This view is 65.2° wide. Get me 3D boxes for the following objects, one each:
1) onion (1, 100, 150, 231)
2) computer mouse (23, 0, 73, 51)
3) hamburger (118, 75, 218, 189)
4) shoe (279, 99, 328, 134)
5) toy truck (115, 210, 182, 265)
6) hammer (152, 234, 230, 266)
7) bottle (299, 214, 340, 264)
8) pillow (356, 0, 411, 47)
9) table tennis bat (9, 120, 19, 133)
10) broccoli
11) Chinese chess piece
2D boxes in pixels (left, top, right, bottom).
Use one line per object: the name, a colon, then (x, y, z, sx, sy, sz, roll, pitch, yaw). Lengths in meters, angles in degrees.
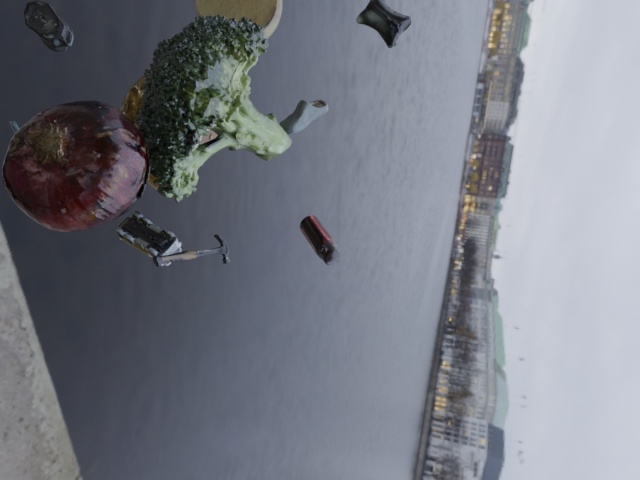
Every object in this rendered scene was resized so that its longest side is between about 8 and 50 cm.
onion: (-0.429, -0.132, 0.900, 0.190, 0.246, 0.246, 84, 18, -76)
computer mouse: (-0.927, -0.730, 1.710, 0.106, 0.192, 0.062, -42, -171, -4)
hamburger: (-0.490, -0.386, 1.593, 0.445, 0.268, 0.287, -51, 140, 5)
shoe: (-0.056, -0.400, 1.547, 0.195, 0.079, 0.078, -35, 136, -29)
toy truck: (-0.552, -0.005, 1.609, 0.098, 0.227, 0.114, -53, 157, -24)
hammer: (-0.316, 0.031, 1.236, 0.201, 0.021, 0.078, -9, 89, -41)
bottle: (0.000, 0.000, 1.228, 0.164, 0.060, 0.060, -125, -153, -51)
pillow: (0.173, -0.600, 1.366, 0.055, 0.135, 0.091, -43, 169, -50)
table tennis bat: (-0.895, -0.260, 1.531, 0.040, 0.244, 0.153, -26, 156, -26)
broccoli: (-0.192, -0.305, 1.078, 0.397, 0.275, 0.353, -16, 153, -41)
Chinese chess piece: (-0.233, -0.677, 1.428, 0.097, 0.250, 0.251, -91, -171, -86)
